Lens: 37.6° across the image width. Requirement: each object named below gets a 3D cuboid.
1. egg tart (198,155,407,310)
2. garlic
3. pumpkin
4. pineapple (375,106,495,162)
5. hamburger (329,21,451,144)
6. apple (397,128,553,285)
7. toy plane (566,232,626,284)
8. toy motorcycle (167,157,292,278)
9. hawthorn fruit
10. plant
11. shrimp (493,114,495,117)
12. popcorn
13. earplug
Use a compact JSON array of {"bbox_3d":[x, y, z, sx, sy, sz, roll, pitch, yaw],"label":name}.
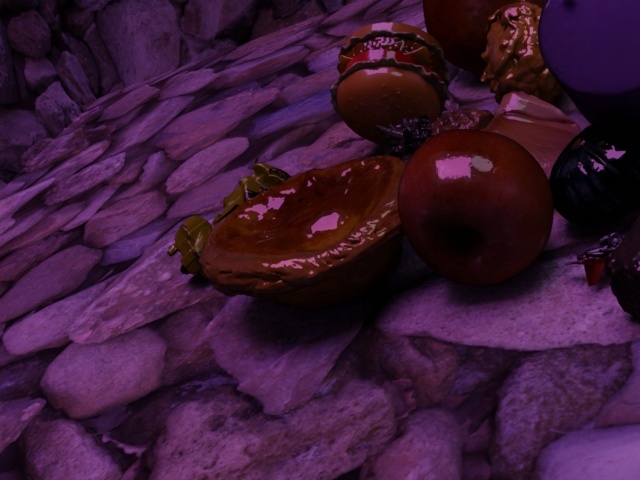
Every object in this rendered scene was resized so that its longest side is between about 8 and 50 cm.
[{"bbox_3d":[0.000,0.000,1.687,0.443,0.178,0.443,-21,22,9],"label":"egg tart"},{"bbox_3d":[0.393,-0.153,1.690,0.228,0.110,0.217,24,51,25],"label":"garlic"},{"bbox_3d":[0.452,-0.110,1.510,0.194,0.150,0.194,-21,25,10],"label":"pumpkin"},{"bbox_3d":[0.226,-0.193,1.838,0.248,0.128,0.128,3,35,40],"label":"pineapple"},{"bbox_3d":[0.158,-0.336,2.126,0.274,0.274,0.212,-11,53,30],"label":"hamburger"},{"bbox_3d":[0.243,-0.060,1.474,0.253,0.253,0.253,-21,24,10],"label":"apple"},{"bbox_3d":[0.456,0.010,1.366,0.189,0.061,0.130,-20,-6,2],"label":"toy plane"},{"bbox_3d":[-0.163,-0.048,1.996,0.342,0.142,0.206,-44,-8,-36],"label":"toy motorcycle"},{"bbox_3d":[0.441,-0.622,2.303,0.402,0.403,0.403,-21,24,10],"label":"hawthorn fruit"},{"bbox_3d":[0.478,0.017,1.245,0.194,0.132,0.129,-38,29,-18],"label":"plant"},{"bbox_3d":[0.302,-0.173,1.908,0.317,0.062,0.164,-35,33,-14],"label":"shrimp"},{"bbox_3d":[0.437,-0.390,2.022,0.190,0.250,0.250,-2,29,11],"label":"popcorn"},{"bbox_3d":[0.507,-0.289,1.591,0.215,0.215,0.456,-16,-13,19],"label":"earplug"}]
